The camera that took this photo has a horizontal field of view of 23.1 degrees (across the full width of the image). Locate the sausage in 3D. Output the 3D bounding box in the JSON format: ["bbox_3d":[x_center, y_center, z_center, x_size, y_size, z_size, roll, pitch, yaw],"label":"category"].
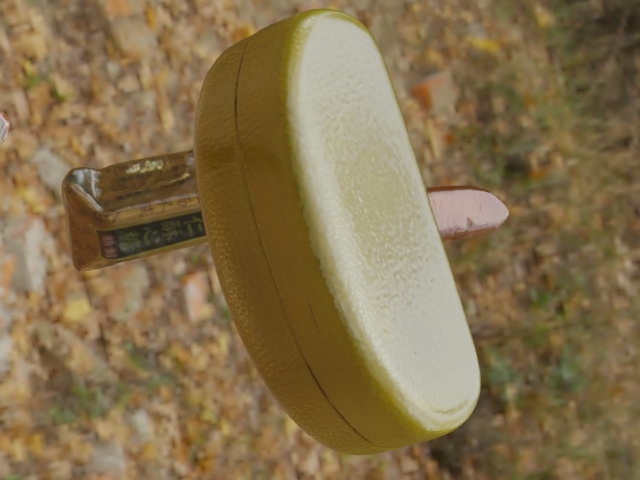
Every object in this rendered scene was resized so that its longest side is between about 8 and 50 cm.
[{"bbox_3d":[0.131,-0.029,2.235,0.348,0.097,0.094,-12,93,-38],"label":"sausage"}]

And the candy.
[{"bbox_3d":[-0.151,-0.047,1.732,0.101,0.271,0.143,-107,-171,-49],"label":"candy"}]

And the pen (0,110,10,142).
[{"bbox_3d":[-0.258,-0.082,1.212,0.239,0.028,0.028,-135,-152,-78],"label":"pen"}]

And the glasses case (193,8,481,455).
[{"bbox_3d":[0.000,0.000,1.307,0.173,0.141,0.371,-14,85,-52],"label":"glasses case"}]
